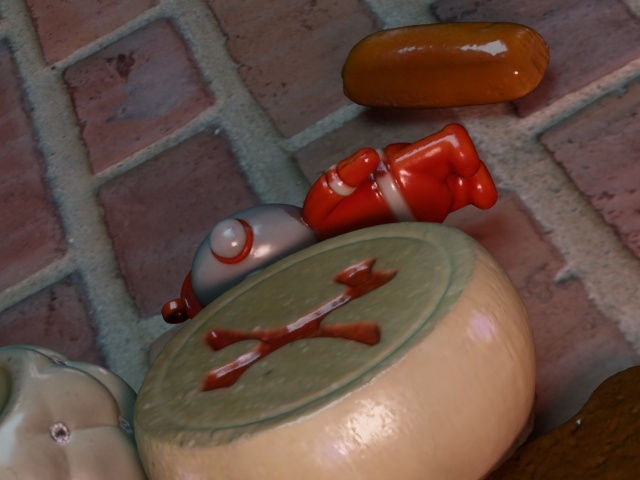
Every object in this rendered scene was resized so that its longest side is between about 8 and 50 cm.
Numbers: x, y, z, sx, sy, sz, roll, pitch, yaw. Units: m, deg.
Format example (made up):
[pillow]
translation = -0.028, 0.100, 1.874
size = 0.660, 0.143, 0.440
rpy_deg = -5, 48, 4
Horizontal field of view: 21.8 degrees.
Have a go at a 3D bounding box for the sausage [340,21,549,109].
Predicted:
[sausage]
translation = 0.128, -0.188, 1.776
size = 0.238, 0.098, 0.098
rpy_deg = -1, 43, 32

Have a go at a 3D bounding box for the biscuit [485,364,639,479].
[biscuit]
translation = 0.119, 0.247, 1.248
size = 0.432, 0.064, 0.283
rpy_deg = -28, 24, 2

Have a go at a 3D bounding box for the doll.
[doll]
translation = 0.000, 0.000, 1.554
size = 0.336, 0.200, 0.105
rpy_deg = -25, 63, 7

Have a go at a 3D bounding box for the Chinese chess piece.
[Chinese chess piece]
translation = 0.013, 0.122, 1.364
size = 0.338, 0.140, 0.338
rpy_deg = -25, 23, 11

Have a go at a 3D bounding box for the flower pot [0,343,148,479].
[flower pot]
translation = -0.254, 0.209, 1.428
size = 0.246, 0.195, 0.246
rpy_deg = -23, 35, 17
